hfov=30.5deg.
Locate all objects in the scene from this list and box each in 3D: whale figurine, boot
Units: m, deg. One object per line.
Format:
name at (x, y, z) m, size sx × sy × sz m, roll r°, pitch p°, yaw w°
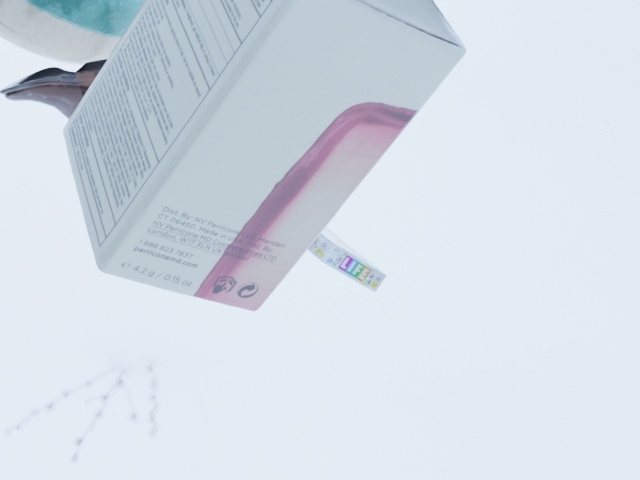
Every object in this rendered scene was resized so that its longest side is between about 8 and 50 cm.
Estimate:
whale figurine at (-0.269, -0.275, 1.053) m, size 0.272 × 0.216 × 0.141 m, roll 37°, pitch 110°, yaw 7°
boot at (-0.177, -0.072, 0.869) m, size 0.106 × 0.037 × 0.114 m, roll -3°, pitch 118°, yaw 27°

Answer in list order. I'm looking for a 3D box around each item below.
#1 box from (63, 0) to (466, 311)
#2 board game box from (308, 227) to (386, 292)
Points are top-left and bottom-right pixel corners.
box at (-0.045, -0.092, 0.739) m, size 0.127 × 0.148 × 0.232 m, roll 19°, pitch 123°, yaw -36°
board game box at (0.000, 0.000, 1.426) m, size 0.103 × 0.026 × 0.154 m, roll 30°, pitch -174°, yaw -44°
